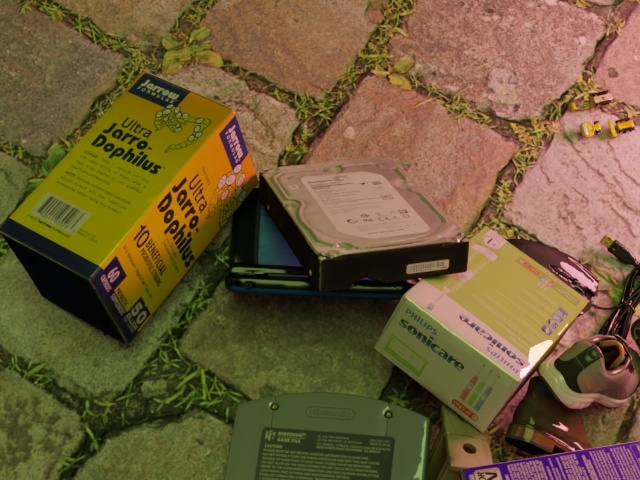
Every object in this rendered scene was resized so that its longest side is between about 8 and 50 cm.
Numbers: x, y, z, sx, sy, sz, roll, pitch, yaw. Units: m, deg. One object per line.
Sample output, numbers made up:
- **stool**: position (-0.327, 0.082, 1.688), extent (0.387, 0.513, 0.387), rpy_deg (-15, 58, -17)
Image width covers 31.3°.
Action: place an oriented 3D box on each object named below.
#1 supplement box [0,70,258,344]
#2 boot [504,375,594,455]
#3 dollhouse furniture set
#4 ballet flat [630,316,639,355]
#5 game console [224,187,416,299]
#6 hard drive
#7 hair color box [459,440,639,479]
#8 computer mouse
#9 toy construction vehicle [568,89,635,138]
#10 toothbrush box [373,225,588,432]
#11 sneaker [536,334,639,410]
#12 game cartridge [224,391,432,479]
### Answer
- **supplement box**: position (-0.289, -0.055, 1.789), extent (0.195, 0.194, 0.356), rpy_deg (25, 64, 25)
- **boot**: position (0.382, 0.288, 1.709), extent (0.219, 0.082, 0.106), rpy_deg (28, 70, -22)
- **dollhouse furniture set**: position (0.250, 0.340, 1.669), extent (0.183, 0.129, 0.129), rpy_deg (12, 35, -9)
- **ballet flat**: position (0.544, 0.199, 1.765), extent (0.074, 0.074, 0.203), rpy_deg (-20, 59, -13)
- **game console**: position (0.000, 0.000, 1.822), extent (0.293, 0.250, 0.173), rpy_deg (2, 90, -2)
- **hard drive**: position (0.057, -0.037, 1.775), extent (0.237, 0.064, 0.339), rpy_deg (-6, 26, -16)
- **hair color box**: position (0.370, 0.386, 1.567), extent (0.338, 0.185, 0.110), rpy_deg (-9, 32, 0)
- **computer mouse**: position (0.420, 0.042, 1.883), extent (0.262, 0.060, 0.184), rpy_deg (33, 67, 12)
- **toy construction vehicle**: position (0.501, -0.219, 2.040), extent (0.098, 0.035, 0.086), rpy_deg (-15, 76, -8)
- **toothbrush box**: position (0.248, 0.126, 1.731), extent (0.206, 0.122, 0.283), rpy_deg (37, 36, 14)
- **sneaker**: position (0.435, 0.191, 1.724), extent (0.271, 0.108, 0.100), rpy_deg (1, 51, -55)
- **game cartridge**: position (0.011, 0.324, 1.684), extent (0.297, 0.062, 0.198), rpy_deg (3, 60, 13)
